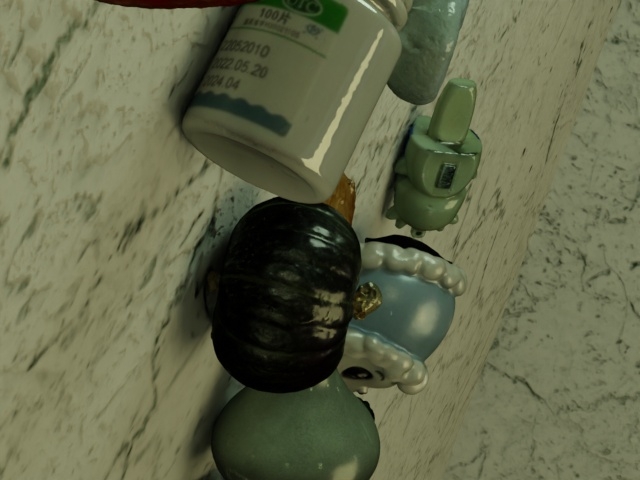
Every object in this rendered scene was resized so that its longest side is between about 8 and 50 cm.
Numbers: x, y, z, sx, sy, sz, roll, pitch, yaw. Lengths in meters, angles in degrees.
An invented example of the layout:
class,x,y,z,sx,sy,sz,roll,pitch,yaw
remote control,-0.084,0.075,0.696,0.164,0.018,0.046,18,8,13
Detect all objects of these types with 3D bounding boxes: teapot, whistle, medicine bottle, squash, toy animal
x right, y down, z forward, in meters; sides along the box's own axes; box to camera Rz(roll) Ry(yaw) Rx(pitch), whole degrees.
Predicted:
class,x,y,z,sx,sy,sz,roll,pitch,yaw
teapot,-0.020,0.149,1.808,0.183,0.183,0.251,-44,143,-60
whistle,0.149,-0.101,2.189,0.092,0.110,0.244,-103,-160,-52
medicine bottle,-0.005,-0.161,1.394,0.139,0.139,0.237,64,50,-73
squash,-0.031,0.053,1.618,0.193,0.156,0.193,-56,-170,15
toy animal,0.084,0.097,2.138,0.208,0.156,0.204,40,70,-72

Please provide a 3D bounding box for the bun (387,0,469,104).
class,x,y,z,sx,sy,sz,roll,pitch,yaw
bun,0.106,-0.219,1.860,0.141,0.083,0.141,21,90,-87

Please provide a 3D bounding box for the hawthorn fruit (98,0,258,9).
class,x,y,z,sx,sy,sz,roll,pitch,yaw
hawthorn fruit,-0.052,-0.225,0.911,0.215,0.249,0.215,-2,90,-83

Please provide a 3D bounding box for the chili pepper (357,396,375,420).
class,x,y,z,sx,sy,sz,roll,pitch,yaw
chili pepper,-0.009,0.227,2.112,0.224,0.098,0.061,-9,119,-65

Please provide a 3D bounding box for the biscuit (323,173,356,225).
class,x,y,z,sx,sy,sz,roll,pitch,yaw
biscuit,-0.001,0.000,1.899,0.224,0.033,0.144,92,22,-57
